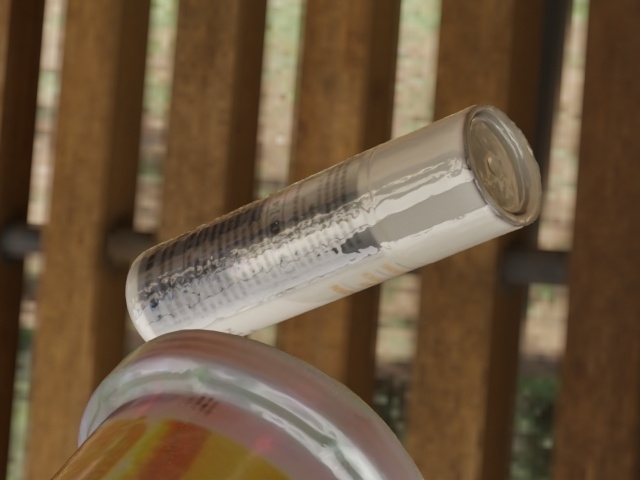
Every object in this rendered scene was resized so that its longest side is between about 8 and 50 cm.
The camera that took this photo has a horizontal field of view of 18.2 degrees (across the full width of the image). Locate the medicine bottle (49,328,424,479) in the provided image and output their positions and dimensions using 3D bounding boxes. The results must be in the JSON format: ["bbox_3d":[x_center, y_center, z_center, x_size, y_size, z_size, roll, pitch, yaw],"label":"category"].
[{"bbox_3d":[-0.117,0.176,0.384,0.108,0.108,0.426,2,-148,34],"label":"medicine bottle"}]

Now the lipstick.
[{"bbox_3d":[0.000,0.000,0.617,0.141,0.040,0.040,-22,162,34],"label":"lipstick"}]
